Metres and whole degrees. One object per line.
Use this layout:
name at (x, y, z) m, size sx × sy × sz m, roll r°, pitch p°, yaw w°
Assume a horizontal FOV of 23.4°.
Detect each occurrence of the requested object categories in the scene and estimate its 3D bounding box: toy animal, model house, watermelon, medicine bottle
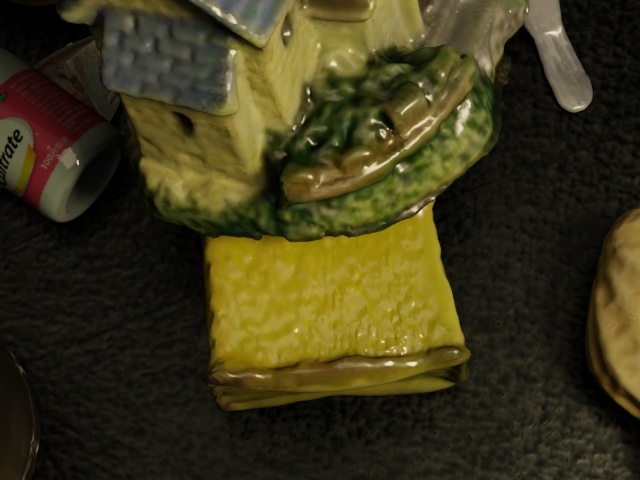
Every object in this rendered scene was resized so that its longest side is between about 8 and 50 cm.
toy animal at (0.164, -0.233, 1.248) m, size 0.239 × 0.176 × 0.255 m, roll -18°, pitch 110°, yaw -1°
model house at (-0.011, -0.196, 1.029) m, size 0.261 × 0.266 × 0.321 m, roll 11°, pitch 58°, yaw 22°
model house at (0.000, 0.000, 1.136) m, size 0.193 × 0.175 × 0.234 m, roll -7°, pitch 81°, yaw 1°
watermelon at (-0.189, -0.139, 1.233) m, size 0.085 × 0.061 × 0.085 m, roll -1°, pitch 83°, yaw 6°
medicine bottle at (-0.262, -0.107, 1.211) m, size 0.217 × 0.090 × 0.090 m, roll 35°, pitch 79°, yaw 10°

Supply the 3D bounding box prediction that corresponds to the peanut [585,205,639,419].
peanut at (0.273, 0.106, 1.140) m, size 0.125 × 0.111 × 0.274 m, roll -22°, pitch 76°, yaw 0°

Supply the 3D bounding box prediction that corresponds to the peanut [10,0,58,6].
peanut at (-0.270, -0.334, 1.242) m, size 0.153 × 0.140 × 0.325 m, roll -29°, pitch 75°, yaw 25°

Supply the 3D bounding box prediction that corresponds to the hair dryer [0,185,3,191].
hair dryer at (-0.288, -0.012, 1.218) m, size 0.063 × 0.038 × 0.124 m, roll 29°, pitch 72°, yaw 8°

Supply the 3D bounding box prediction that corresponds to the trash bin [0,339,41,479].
trash bin at (-0.319, 0.117, 1.045) m, size 0.252 × 0.301 × 0.203 m, roll 22°, pitch 77°, yaw 6°
